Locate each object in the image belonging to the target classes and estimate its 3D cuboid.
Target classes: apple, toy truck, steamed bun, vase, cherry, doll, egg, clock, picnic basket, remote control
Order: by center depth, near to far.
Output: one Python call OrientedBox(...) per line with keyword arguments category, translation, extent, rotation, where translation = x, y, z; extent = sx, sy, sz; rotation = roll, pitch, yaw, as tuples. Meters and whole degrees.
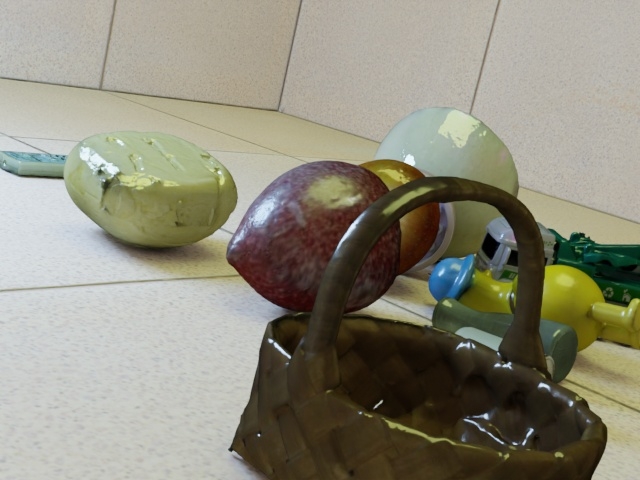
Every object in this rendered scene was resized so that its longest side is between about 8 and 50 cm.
OrientedBox(category="picnic basket", translation=(0.100, 0.096, 0.873), extent=(0.293, 0.337, 0.337), rotation=(3, 16, -39))
OrientedBox(category="vase", translation=(0.264, 0.138, 1.429), extent=(0.214, 0.086, 0.086), rotation=(17, 12, 41))
OrientedBox(category="cherry", translation=(0.000, 0.000, 1.432), extent=(0.300, 0.230, 0.203), rotation=(-13, 12, -33))
OrientedBox(category="doll", translation=(0.333, 0.109, 1.547), extent=(0.363, 0.145, 0.199), rotation=(11, -31, 35))
OrientedBox(category="steamed bun", translation=(-0.284, -0.070, 1.608), extent=(0.273, 0.166, 0.232), rotation=(-8, 36, -46))
OrientedBox(category="apple", translation=(0.093, -0.030, 1.704), extent=(0.235, 0.210, 0.173), rotation=(-10, -12, 4))
OrientedBox(category="toy truck", translation=(0.451, 0.065, 1.726), extent=(0.363, 0.178, 0.176), rotation=(9, 13, -4))
OrientedBox(category="clock", translation=(0.154, -0.040, 1.828), extent=(0.197, 0.197, 0.068), rotation=(15, 13, 9))
OrientedBox(category="egg", translation=(0.223, -0.079, 1.946), extent=(0.337, 0.337, 0.201), rotation=(17, 41, 20))
OrientedBox(category="remote control", translation=(-0.544, -0.155, 2.009), extent=(0.233, 0.038, 0.098), rotation=(-1, 17, -45))

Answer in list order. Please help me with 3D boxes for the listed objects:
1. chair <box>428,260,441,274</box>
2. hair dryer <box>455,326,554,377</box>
OrientedBox(category="chair", translation=(0.247, 0.062, 1.840), extent=(0.086, 0.037, 0.042), rotation=(18, 0, 41))
OrientedBox(category="hair dryer", translation=(0.179, 0.178, 1.219), extent=(0.131, 0.073, 0.236), rotation=(20, 23, 37))
